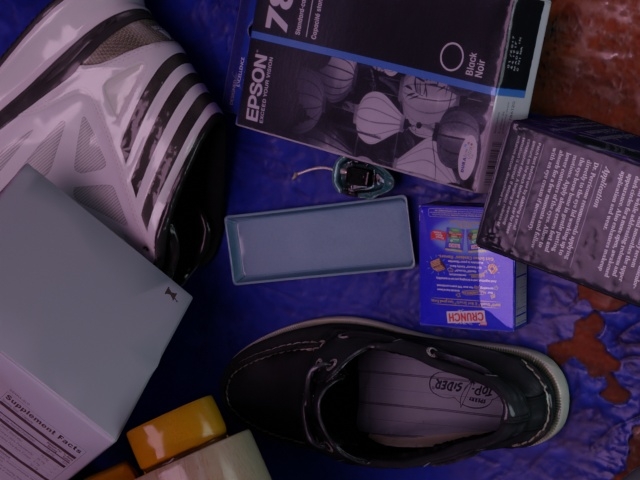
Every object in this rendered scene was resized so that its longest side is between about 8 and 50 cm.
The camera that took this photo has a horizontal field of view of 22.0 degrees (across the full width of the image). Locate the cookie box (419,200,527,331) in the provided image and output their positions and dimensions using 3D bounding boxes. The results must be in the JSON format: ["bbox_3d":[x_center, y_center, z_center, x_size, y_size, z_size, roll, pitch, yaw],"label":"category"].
[{"bbox_3d":[0.133,0.022,1.436,0.091,0.040,0.107,3,97,27],"label":"cookie box"}]

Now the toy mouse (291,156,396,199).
[{"bbox_3d":[0.034,-0.093,1.480,0.143,0.031,0.161,-36,79,26],"label":"toy mouse"}]

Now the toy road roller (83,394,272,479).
[{"bbox_3d":[-0.156,0.278,1.457,0.240,0.329,0.202,-23,84,-10],"label":"toy road roller"}]

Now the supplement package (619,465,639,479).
[{"bbox_3d":[0.334,0.225,1.318,0.179,0.105,0.105,-15,90,28],"label":"supplement package"}]

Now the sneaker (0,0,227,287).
[{"bbox_3d":[-0.264,-0.012,1.569,0.447,0.169,0.257,-44,74,22],"label":"sneaker"}]

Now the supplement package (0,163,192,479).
[{"bbox_3d":[-0.291,0.113,1.476,0.198,0.199,0.262,40,129,-13],"label":"supplement package"}]

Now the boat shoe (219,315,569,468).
[{"bbox_3d":[0.041,0.142,1.458,0.340,0.113,0.127,6,99,27],"label":"boat shoe"}]

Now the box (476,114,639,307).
[{"bbox_3d":[0.252,-0.019,1.306,0.207,0.153,0.108,20,105,23],"label":"box"}]

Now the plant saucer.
[{"bbox_3d":[0.000,0.000,1.517,0.192,0.018,0.067,-6,93,29],"label":"plant saucer"}]

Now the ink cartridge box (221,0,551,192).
[{"bbox_3d":[0.030,-0.156,1.411,0.332,0.065,0.165,17,103,37],"label":"ink cartridge box"}]
